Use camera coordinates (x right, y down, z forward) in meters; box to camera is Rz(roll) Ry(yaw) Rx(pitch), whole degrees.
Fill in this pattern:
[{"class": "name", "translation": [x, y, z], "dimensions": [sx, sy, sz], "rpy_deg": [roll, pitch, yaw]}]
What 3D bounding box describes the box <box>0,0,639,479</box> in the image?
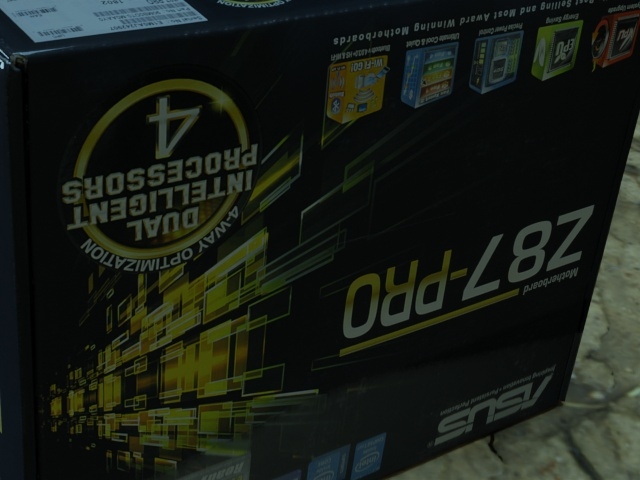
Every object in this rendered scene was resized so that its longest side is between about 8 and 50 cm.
[{"class": "box", "translation": [0.000, 0.000, 0.681], "dimensions": [0.394, 0.318, 0.097], "rpy_deg": [-14, 38, -32]}]
